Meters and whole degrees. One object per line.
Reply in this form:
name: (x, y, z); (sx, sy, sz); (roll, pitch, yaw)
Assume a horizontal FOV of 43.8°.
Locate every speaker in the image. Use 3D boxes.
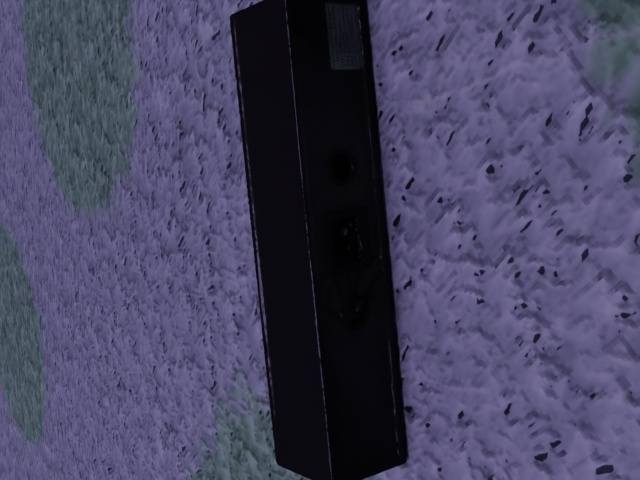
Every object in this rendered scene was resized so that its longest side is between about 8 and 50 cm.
speaker: (0.000, 0.000, 0.326); (0.046, 0.040, 0.191); (2, 99, 54)
